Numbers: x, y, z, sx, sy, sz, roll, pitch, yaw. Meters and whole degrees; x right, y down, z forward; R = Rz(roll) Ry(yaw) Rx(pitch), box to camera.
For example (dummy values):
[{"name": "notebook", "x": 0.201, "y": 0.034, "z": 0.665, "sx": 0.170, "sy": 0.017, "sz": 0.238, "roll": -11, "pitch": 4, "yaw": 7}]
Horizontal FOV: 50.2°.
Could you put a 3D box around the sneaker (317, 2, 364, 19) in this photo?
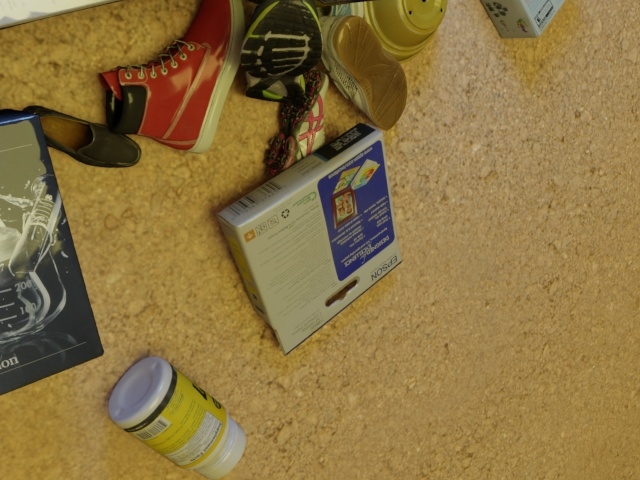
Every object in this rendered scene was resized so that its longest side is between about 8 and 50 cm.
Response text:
[{"name": "sneaker", "x": 0.017, "y": -0.433, "z": 1.083, "sx": 0.081, "sy": 0.080, "sz": 0.211, "roll": -22, "pitch": 113, "yaw": -31}]

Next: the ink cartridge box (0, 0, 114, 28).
[{"name": "ink cartridge box", "x": -0.322, "y": -0.297, "z": 0.820, "sx": 0.370, "sy": 0.175, "sz": 0.069, "roll": -23, "pitch": 114, "yaw": -29}]

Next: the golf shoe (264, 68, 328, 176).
[{"name": "golf shoe", "x": -0.026, "y": -0.188, "z": 1.128, "sx": 0.086, "sy": 0.067, "sz": 0.186, "roll": 12, "pitch": 104, "yaw": -47}]

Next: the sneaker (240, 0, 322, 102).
[{"name": "sneaker", "x": -0.064, "y": -0.288, "z": 0.961, "sx": 0.111, "sy": 0.300, "sz": 0.122, "roll": -2, "pitch": 85, "yaw": -11}]

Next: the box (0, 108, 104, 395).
[{"name": "box", "x": -0.477, "y": 0.035, "z": 0.795, "sx": 0.343, "sy": 0.179, "sz": 0.313, "roll": -20, "pitch": 112, "yaw": -30}]

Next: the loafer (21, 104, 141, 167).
[{"name": "loafer", "x": -0.320, "y": -0.135, "z": 0.934, "sx": 0.170, "sy": 0.061, "sz": 0.062, "roll": 13, "pitch": 93, "yaw": -37}]

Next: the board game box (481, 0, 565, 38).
[{"name": "board game box", "x": 0.372, "y": -0.572, "z": 1.287, "sx": 0.224, "sy": 0.097, "sz": 0.303, "roll": -53, "pitch": 126, "yaw": -13}]

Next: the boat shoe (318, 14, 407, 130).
[{"name": "boat shoe", "x": 0.064, "y": -0.286, "z": 1.147, "sx": 0.098, "sy": 0.096, "sz": 0.277, "roll": -56, "pitch": 147, "yaw": -8}]

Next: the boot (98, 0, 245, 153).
[{"name": "boot", "x": -0.210, "y": -0.256, "z": 0.954, "sx": 0.176, "sy": 0.088, "sz": 0.245, "roll": 11, "pitch": 99, "yaw": -44}]

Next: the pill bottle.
[{"name": "pill bottle", "x": -0.219, "y": 0.285, "z": 1.076, "sx": 0.119, "sy": 0.119, "sz": 0.208, "roll": -50, "pitch": 125, "yaw": -14}]

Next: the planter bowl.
[{"name": "planter bowl", "x": 0.152, "y": -0.413, "z": 1.177, "sx": 0.217, "sy": 0.090, "sz": 0.217, "roll": -10, "pitch": 108, "yaw": -33}]

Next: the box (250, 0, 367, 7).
[{"name": "box", "x": -0.023, "y": -0.478, "z": 0.913, "sx": 0.177, "sy": 0.290, "sz": 0.279, "roll": 8, "pitch": 98, "yaw": -36}]

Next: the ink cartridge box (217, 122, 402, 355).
[{"name": "ink cartridge box", "x": 0.000, "y": 0.000, "z": 1.175, "sx": 0.303, "sy": 0.072, "sz": 0.307, "roll": -36, "pitch": 138, "yaw": -23}]
